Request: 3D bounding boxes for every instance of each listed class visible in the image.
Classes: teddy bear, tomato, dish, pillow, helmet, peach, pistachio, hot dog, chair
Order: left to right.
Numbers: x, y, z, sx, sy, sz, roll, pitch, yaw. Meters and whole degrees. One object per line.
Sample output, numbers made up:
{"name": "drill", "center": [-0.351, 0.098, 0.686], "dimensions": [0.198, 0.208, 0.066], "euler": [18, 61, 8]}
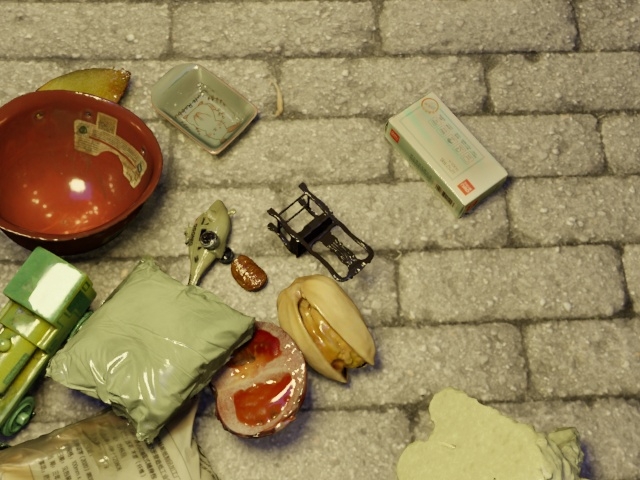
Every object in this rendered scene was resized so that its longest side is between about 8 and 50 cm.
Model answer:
{"name": "helmet", "center": [-0.511, -0.094, 1.481], "dimensions": [0.337, 0.230, 0.385], "euler": [31, 52, 2]}
{"name": "peach", "center": [-0.540, -0.293, 1.653], "dimensions": [0.279, 0.068, 0.189], "euler": [-28, 65, -10]}
{"name": "pillow", "center": [-0.319, 0.192, 1.370], "dimensions": [0.283, 0.138, 0.310], "euler": [29, 58, 21]}
{"name": "dish", "center": [-0.269, -0.294, 1.666], "dimensions": [0.234, 0.064, 0.154], "euler": [39, 73, 10]}
{"name": "hot dog", "center": [-0.150, 0.070, 1.552], "dimensions": [0.083, 0.035, 0.058], "euler": [43, 74, 12]}
{"name": "tomato", "center": [-0.106, 0.270, 1.426], "dimensions": [0.199, 0.112, 0.228], "euler": [-23, 61, 11]}
{"name": "chair", "center": [0.000, 0.000, 1.542], "dimensions": [0.106, 0.113, 0.229], "euler": [-40, 75, -15]}
{"name": "pistachio", "center": [0.011, 0.172, 1.468], "dimensions": [0.157, 0.157, 0.229], "euler": [-35, 83, -14]}
{"name": "teddy bear", "center": [0.395, 0.492, 1.387], "dimensions": [0.362, 0.375, 0.327], "euler": [46, 68, -31]}

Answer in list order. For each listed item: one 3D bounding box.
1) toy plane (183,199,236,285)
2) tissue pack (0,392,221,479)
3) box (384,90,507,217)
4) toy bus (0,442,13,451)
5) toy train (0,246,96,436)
{"name": "toy plane", "center": [-0.251, 0.043, 1.535], "dimensions": [0.108, 0.092, 0.286], "euler": [3, 67, 21]}
{"name": "tissue pack", "center": [-0.341, 0.463, 1.302], "dimensions": [0.390, 0.195, 0.375], "euler": [-19, 68, -23]}
{"name": "box", "center": [0.275, -0.194, 1.647], "dimensions": [0.135, 0.079, 0.269], "euler": [-35, 75, -15]}
{"name": "toy bus", "center": [-0.586, 0.469, 1.357], "dimensions": [0.101, 0.088, 0.175], "euler": [-23, 70, -10]}
{"name": "toy train", "center": [-0.560, 0.209, 1.374], "dimensions": [0.150, 0.237, 0.369], "euler": [30, 71, 6]}
